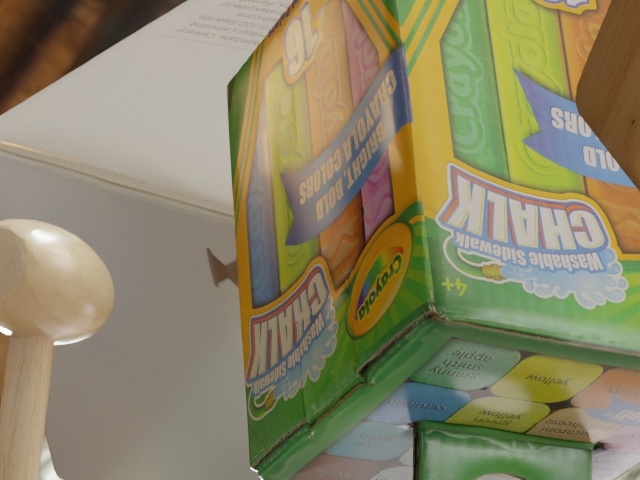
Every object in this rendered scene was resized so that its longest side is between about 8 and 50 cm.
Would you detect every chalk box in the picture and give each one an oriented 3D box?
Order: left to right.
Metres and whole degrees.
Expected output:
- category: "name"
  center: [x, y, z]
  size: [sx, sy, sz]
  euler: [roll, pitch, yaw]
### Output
- category: "chalk box"
  center: [0.077, 0.017, 0.899]
  size: [0.180, 0.289, 0.179]
  euler: [9, -33, -26]

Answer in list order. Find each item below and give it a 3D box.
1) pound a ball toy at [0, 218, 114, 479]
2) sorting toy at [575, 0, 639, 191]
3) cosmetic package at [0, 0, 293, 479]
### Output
- category: "pound a ball toy"
  center: [-0.212, 0.128, 0.687]
  size: [0.136, 0.208, 0.319]
  euler: [52, -137, -60]
- category: "sorting toy"
  center: [0.204, -0.093, 0.590]
  size: [0.255, 0.089, 0.257]
  euler: [-115, 40, -57]
- category: "cosmetic package"
  center: [0.000, 0.000, 1.518]
  size: [0.394, 0.327, 0.329]
  euler: [-37, -51, -38]
